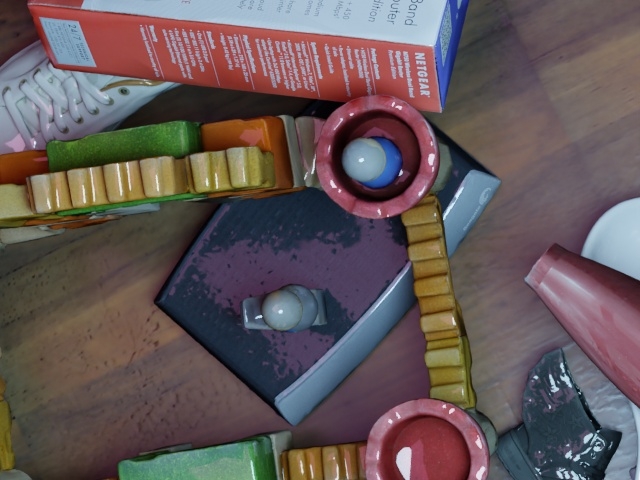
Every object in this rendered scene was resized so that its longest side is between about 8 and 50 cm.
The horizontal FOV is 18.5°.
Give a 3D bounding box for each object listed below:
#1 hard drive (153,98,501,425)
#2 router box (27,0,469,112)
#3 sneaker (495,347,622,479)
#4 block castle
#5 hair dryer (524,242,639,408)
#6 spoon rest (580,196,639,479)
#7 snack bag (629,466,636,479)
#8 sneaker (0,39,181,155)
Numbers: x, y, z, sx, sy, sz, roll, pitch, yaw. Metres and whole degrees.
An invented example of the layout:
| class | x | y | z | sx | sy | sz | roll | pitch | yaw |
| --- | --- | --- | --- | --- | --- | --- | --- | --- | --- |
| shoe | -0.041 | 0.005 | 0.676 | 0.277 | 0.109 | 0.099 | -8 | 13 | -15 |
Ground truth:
| class | x | y | z | sx | sy | sz | roll | pitch | yaw |
| --- | --- | --- | --- | --- | --- | --- | --- | --- | --- |
| hard drive | 0.000 | 0.000 | 1.537 | 0.172 | 0.054 | 0.254 | 41 | 93 | 11 |
| router box | -0.025 | -0.267 | 1.477 | 0.301 | 0.082 | 0.335 | 7 | 59 | 13 |
| sneaker | 0.196 | 0.173 | 1.487 | 0.089 | 0.051 | 0.170 | -38 | 77 | 9 |
| block castle | -0.110 | 0.069 | 1.419 | 0.453 | 0.213 | 0.303 | -9 | 87 | 15 |
| hair dryer | 0.286 | 0.055 | 1.413 | 0.293 | 0.080 | 0.223 | 8 | 48 | -14 |
| spoon rest | 0.248 | 0.099 | 1.443 | 0.137 | 0.084 | 0.276 | 11 | 75 | -10 |
| snack bag | 0.424 | 0.293 | 1.442 | 0.342 | 0.037 | 0.323 | -12 | 83 | 9 |
| sneaker | -0.184 | -0.135 | 1.550 | 0.290 | 0.123 | 0.106 | -31 | 82 | 8 |
